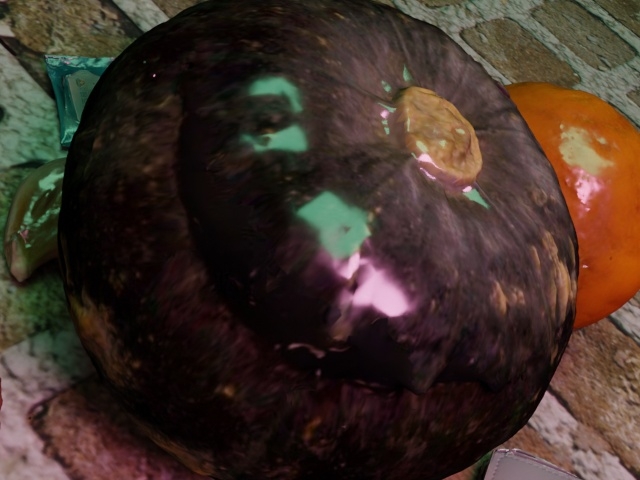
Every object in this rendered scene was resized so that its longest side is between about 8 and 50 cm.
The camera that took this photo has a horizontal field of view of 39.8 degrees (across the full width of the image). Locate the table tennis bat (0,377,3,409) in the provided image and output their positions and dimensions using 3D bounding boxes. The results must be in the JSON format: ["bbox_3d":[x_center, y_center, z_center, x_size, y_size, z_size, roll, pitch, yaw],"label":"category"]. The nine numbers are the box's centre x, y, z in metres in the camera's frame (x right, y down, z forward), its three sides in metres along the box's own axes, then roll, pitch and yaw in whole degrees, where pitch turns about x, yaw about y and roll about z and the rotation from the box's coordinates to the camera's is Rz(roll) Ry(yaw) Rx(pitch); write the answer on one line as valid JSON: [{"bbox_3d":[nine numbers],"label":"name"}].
[{"bbox_3d":[-0.418,0.093,0.578,0.414,0.051,0.268,14,73,-36],"label":"table tennis bat"}]

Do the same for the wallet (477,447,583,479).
[{"bbox_3d":[0.190,0.298,0.787,0.170,0.069,0.231,19,36,15],"label":"wallet"}]

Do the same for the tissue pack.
[{"bbox_3d":[-0.263,-0.155,1.007,0.085,0.028,0.138,-2,55,-28],"label":"tissue pack"}]

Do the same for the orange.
[{"bbox_3d":[0.240,-0.035,0.982,0.226,0.284,0.284,-17,59,-45],"label":"orange"}]

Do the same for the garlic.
[{"bbox_3d":[-0.207,-0.015,0.870,0.198,0.090,0.129,8,60,-32],"label":"garlic"}]

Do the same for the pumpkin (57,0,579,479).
[{"bbox_3d":[0.000,0.000,0.760,0.454,0.344,0.454,18,51,-24],"label":"pumpkin"}]
